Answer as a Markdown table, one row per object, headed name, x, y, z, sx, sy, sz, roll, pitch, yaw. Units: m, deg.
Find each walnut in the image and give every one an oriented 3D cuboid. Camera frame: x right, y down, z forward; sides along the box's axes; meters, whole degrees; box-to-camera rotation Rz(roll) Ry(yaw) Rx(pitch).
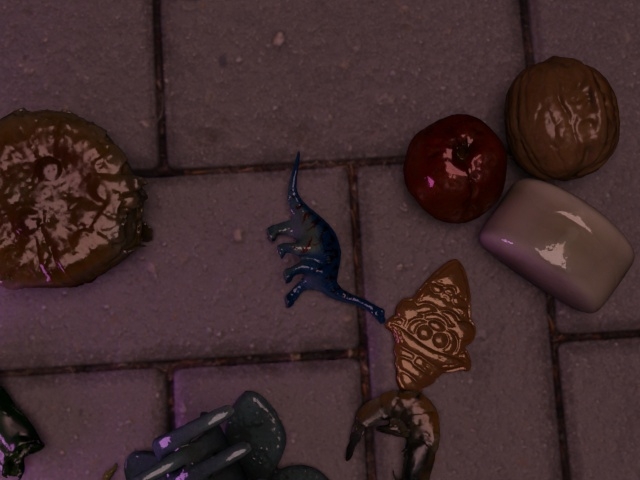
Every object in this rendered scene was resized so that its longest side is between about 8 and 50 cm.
| name | x | y | z | sx | sy | sz | roll | pitch | yaw |
| --- | --- | --- | --- | --- | --- | --- | --- | --- | --- |
| walnut | 0.405 | -0.208 | 1.593 | 0.213 | 0.213 | 0.213 | 0 | 82 | -2 |

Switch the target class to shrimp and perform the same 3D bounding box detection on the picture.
| name | x | y | z | sx | sy | sz | roll | pitch | yaw |
| --- | --- | --- | --- | --- | --- | --- | --- | --- | --- |
| shrimp | 0.119 | 0.355 | 1.576 | 0.150 | 0.051 | 0.217 | 10 | 85 | 7 |

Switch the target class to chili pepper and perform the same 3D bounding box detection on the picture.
| name | x | y | z | sx | sy | sz | roll | pitch | yaw |
| --- | --- | --- | --- | --- | --- | --- | --- | --- | --- |
| chili pepper | -0.538 | 0.288 | 1.554 | 0.098 | 0.061 | 0.224 | -34 | 88 | 8 |

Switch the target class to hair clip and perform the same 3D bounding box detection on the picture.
| name | x | y | z | sx | sy | sz | roll | pitch | yaw |
| --- | --- | --- | --- | --- | --- | --- | --- | --- | --- |
| hair clip | -0.145 | 0.422 | 1.464 | 0.392 | 0.238 | 0.318 | -26 | 82 | -5 |

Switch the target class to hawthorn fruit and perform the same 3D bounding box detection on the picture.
| name | x | y | z | sx | sy | sz | roll | pitch | yaw |
| --- | --- | --- | --- | --- | --- | --- | --- | --- | --- |
| hawthorn fruit | 0.230 | -0.125 | 1.567 | 0.179 | 0.200 | 0.179 | 1 | 77 | -5 |

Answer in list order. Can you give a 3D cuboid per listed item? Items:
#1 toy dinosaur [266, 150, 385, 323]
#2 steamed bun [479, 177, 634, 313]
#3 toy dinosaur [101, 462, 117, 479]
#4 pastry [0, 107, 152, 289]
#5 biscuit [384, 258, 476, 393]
| name | x | y | z | sx | sy | sz | roll | pitch | yaw |
| --- | --- | --- | --- | --- | --- | --- | --- | --- | --- |
| toy dinosaur | -0.021 | 0.023 | 1.602 | 0.144 | 0.076 | 0.329 | -27 | 86 | -11 |
| steamed bun | 0.399 | 0.007 | 1.573 | 0.241 | 0.164 | 0.146 | 35 | 81 | 3 |
| toy dinosaur | -0.375 | 0.491 | 1.522 | 0.153 | 0.094 | 0.259 | 35 | 74 | -1 |
| pastry | -0.449 | -0.068 | 1.566 | 0.329 | 0.136 | 0.330 | 0 | 83 | -1 |
| biscuit | 0.194 | 0.149 | 1.616 | 0.162 | 0.035 | 0.250 | 20 | 80 | -3 |
